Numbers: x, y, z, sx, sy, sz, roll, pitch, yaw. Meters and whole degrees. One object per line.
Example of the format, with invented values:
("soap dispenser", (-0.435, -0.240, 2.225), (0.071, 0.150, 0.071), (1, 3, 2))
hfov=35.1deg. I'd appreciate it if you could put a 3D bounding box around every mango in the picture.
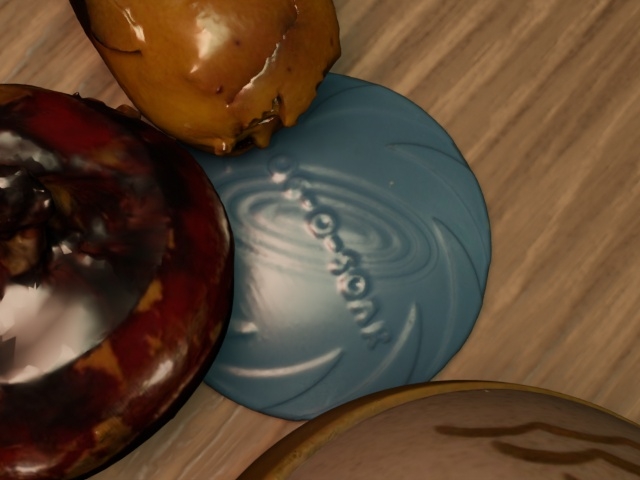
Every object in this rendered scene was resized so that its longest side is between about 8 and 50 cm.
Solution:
("mango", (-0.090, -0.196, 0.760), (0.201, 0.152, 0.287), (-16, 73, -5))

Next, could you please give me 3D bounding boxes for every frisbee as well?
("frisbee", (0.000, -0.001, 0.799), (0.289, 0.049, 0.289), (1, 80, -8))

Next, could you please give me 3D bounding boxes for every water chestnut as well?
("water chestnut", (-0.200, 0.018, 0.643), (0.300, 0.300, 0.300), (1, 80, -8))

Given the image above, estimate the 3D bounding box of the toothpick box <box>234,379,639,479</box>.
("toothpick box", (0.090, 0.286, 0.575), (0.409, 0.425, 0.409), (0, 97, -3))
